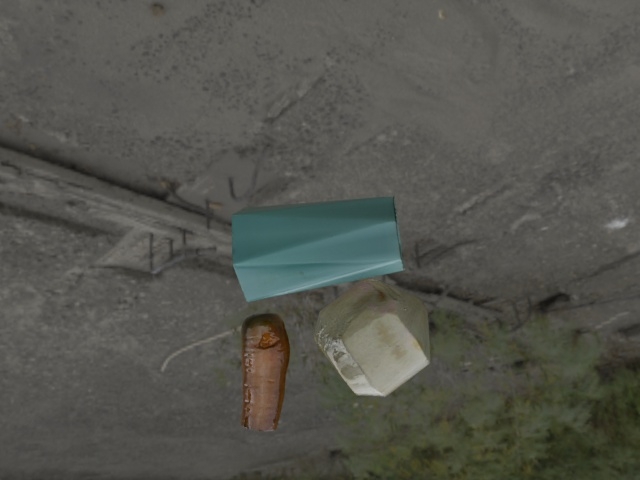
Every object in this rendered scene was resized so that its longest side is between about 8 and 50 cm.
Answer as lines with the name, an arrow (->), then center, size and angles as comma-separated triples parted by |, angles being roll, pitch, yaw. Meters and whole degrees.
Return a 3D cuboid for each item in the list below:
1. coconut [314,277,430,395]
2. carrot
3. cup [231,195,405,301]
coconut -> 0.112, 0.184, 1.312 | 0.241, 0.241, 0.241 | -7, 155, -3
carrot -> -0.093, 0.220, 1.103 | 0.087, 0.193, 0.087 | -2, 175, 0
cup -> 0.000, 0.000, 0.954 | 0.236, 0.134, 0.148 | -10, 132, 9
